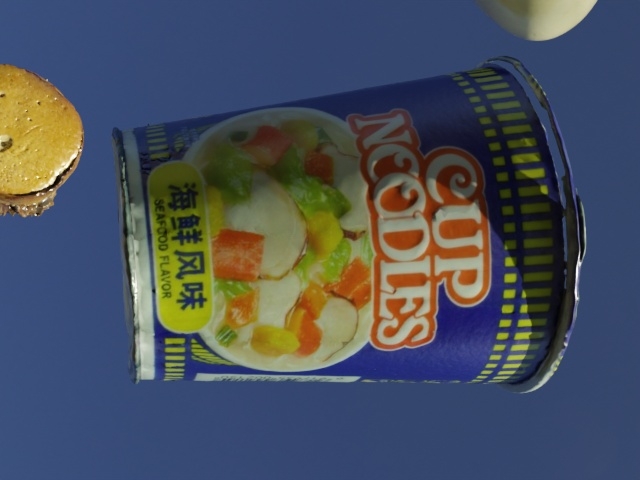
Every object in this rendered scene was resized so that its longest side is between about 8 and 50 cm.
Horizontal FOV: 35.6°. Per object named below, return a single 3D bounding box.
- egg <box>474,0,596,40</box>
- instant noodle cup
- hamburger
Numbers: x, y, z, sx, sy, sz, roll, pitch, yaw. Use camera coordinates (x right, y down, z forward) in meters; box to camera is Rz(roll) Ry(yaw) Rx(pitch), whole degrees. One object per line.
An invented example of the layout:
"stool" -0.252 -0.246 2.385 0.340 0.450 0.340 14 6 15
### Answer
"egg" 0.224 -0.339 1.052 0.189 0.188 0.253 -4 -83 28
"instant noodle cup" 0.000 0.000 0.784 0.312 0.284 0.284 -4 -85 -12
"hamburger" -0.398 -0.119 1.275 0.191 0.182 0.118 61 -28 -4
